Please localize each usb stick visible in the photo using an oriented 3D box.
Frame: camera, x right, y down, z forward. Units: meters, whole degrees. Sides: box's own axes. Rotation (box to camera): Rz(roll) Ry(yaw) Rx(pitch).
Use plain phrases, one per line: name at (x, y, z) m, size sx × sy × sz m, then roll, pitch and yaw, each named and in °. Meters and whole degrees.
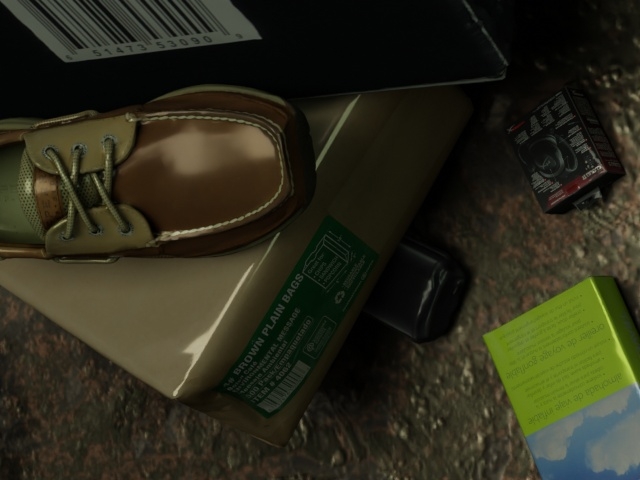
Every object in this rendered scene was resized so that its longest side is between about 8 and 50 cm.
usb stick at (0.000, 0.000, 1.393) m, size 0.278 × 0.045 × 0.077 m, roll 27°, pitch 107°, yaw 35°

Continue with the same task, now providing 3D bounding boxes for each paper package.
paper package at (-0.087, -0.054, 1.332) m, size 0.309 × 0.168 × 0.325 m, roll 29°, pitch 86°, yaw 36°

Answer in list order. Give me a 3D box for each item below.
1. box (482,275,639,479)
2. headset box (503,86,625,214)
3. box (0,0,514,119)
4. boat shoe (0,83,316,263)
box at (0.199, 0.128, 1.235) m, size 0.109 × 0.042 × 0.178 m, roll -33°, pitch 69°, yaw 33°
headset box at (0.184, -0.063, 1.262) m, size 0.062 × 0.032 × 0.083 m, roll -36°, pitch 68°, yaw 31°
box at (-0.105, -0.361, 1.202) m, size 0.479 × 0.297 × 0.472 m, roll -4°, pitch 62°, yaw 27°
boat shoe at (-0.158, -0.033, 1.171) m, size 0.324 × 0.120 × 0.123 m, roll -7°, pitch 98°, yaw 32°
